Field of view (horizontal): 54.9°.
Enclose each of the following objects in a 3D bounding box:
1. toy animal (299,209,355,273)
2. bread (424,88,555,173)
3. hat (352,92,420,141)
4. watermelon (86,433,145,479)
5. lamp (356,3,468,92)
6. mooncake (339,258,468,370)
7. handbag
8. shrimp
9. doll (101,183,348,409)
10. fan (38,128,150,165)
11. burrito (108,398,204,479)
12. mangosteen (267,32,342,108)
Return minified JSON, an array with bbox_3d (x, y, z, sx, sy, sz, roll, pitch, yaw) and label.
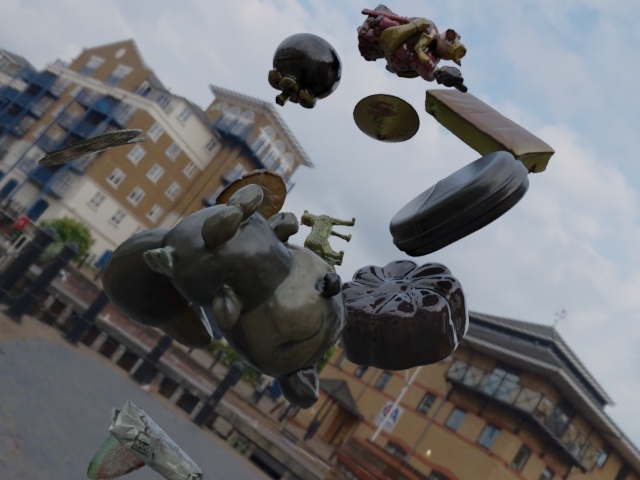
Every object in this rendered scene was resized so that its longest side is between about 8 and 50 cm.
[{"bbox_3d":[0.000,0.000,1.484,0.136,0.182,0.073,15,-44,6],"label":"toy animal"},{"bbox_3d":[0.422,-0.289,1.592,0.361,0.138,0.077,50,-41,41],"label":"bread"},{"bbox_3d":[0.176,-0.311,1.711,0.192,0.082,0.193,12,-32,8],"label":"hat"},{"bbox_3d":[-0.437,0.473,1.364,0.081,0.180,0.094,39,23,-43],"label":"watermelon"},{"bbox_3d":[0.182,-0.352,1.124,0.253,0.118,0.118,30,-14,36],"label":"lamp"},{"bbox_3d":[0.180,0.159,1.410,0.306,0.306,0.154,20,-50,49],"label":"mooncake"},{"bbox_3d":[0.280,-0.078,1.272,0.307,0.254,0.093,-30,-80,30],"label":"handbag"},{"bbox_3d":[-0.155,-0.036,1.138,0.053,0.236,0.133,48,13,32],"label":"shrimp"},{"bbox_3d":[-0.132,0.089,1.036,0.378,0.252,0.382,-1,-46,46],"label":"doll"},{"bbox_3d":[-0.485,-0.213,1.384,0.335,0.229,0.011,-36,107,-65],"label":"fan"},{"bbox_3d":[-0.271,0.351,1.023,0.203,0.064,0.064,51,-17,-14],"label":"burrito"},{"bbox_3d":[-0.034,-0.311,1.151,0.137,0.151,0.137,33,-11,7],"label":"mangosteen"}]
